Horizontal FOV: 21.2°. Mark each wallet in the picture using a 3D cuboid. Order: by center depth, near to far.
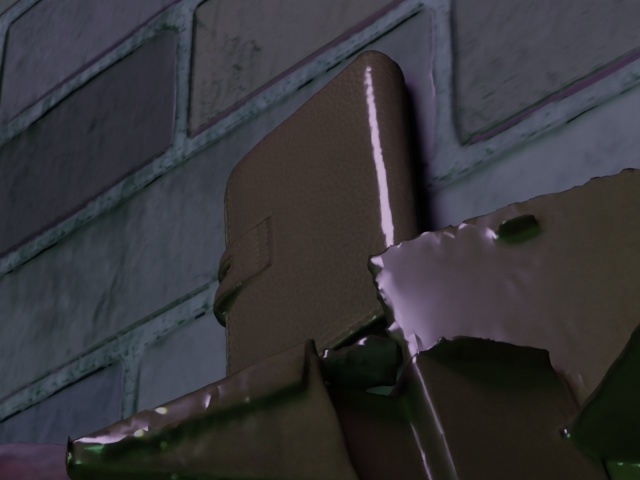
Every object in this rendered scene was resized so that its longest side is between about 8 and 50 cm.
[{"bbox_3d":[0.000,0.000,0.751,0.118,0.039,0.152,-34,42,32],"label":"wallet"}]

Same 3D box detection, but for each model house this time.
[{"bbox_3d":[0.060,0.052,0.436,0.176,0.248,0.181,-62,33,37],"label":"model house"}]

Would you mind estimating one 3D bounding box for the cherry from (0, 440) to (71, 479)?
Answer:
[{"bbox_3d":[-0.111,0.223,0.547,0.326,0.291,0.335,-50,-15,-26],"label":"cherry"}]
